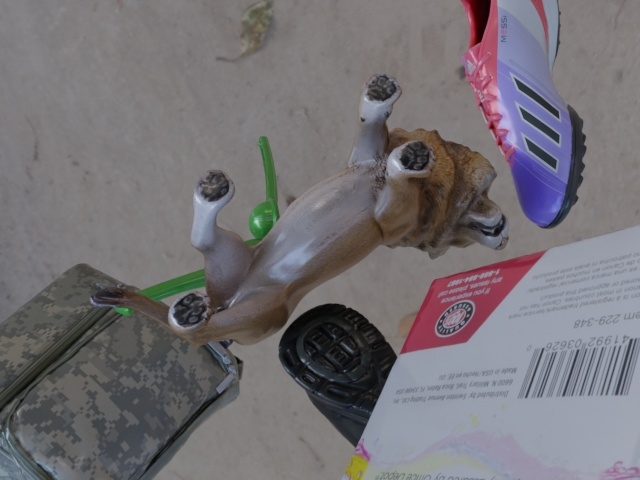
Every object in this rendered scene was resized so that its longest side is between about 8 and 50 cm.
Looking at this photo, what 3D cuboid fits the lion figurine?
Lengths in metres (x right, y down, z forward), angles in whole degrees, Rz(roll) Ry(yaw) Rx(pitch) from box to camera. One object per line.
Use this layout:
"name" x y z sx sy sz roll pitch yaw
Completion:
"lion figurine" 0.000 0.000 0.720 0.142 0.392 0.240 61 171 23

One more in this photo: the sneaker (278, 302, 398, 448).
"sneaker" 0.084 0.174 0.699 0.286 0.109 0.130 43 165 33

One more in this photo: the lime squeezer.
"lime squeezer" -0.088 -0.007 0.848 0.109 0.310 0.059 10 134 23

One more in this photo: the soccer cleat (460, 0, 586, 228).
"soccer cleat" 0.214 -0.164 0.871 0.116 0.318 0.108 4 161 -16

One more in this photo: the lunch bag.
"lunch bag" -0.275 0.203 0.947 0.256 0.305 0.213 25 136 22

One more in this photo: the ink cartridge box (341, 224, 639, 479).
"ink cartridge box" 0.117 0.156 0.423 0.131 0.306 0.226 38 152 -20
